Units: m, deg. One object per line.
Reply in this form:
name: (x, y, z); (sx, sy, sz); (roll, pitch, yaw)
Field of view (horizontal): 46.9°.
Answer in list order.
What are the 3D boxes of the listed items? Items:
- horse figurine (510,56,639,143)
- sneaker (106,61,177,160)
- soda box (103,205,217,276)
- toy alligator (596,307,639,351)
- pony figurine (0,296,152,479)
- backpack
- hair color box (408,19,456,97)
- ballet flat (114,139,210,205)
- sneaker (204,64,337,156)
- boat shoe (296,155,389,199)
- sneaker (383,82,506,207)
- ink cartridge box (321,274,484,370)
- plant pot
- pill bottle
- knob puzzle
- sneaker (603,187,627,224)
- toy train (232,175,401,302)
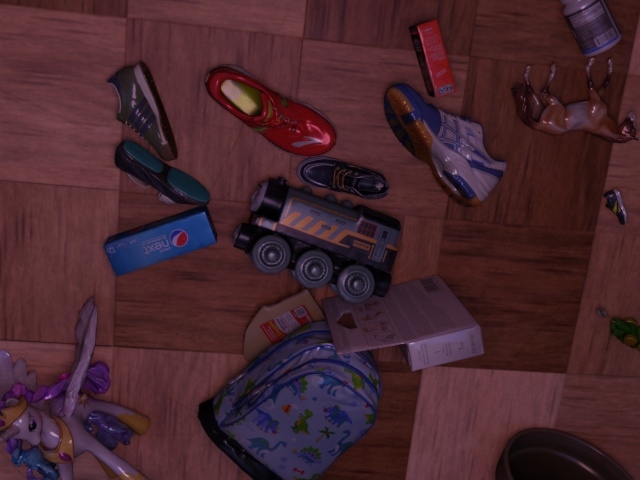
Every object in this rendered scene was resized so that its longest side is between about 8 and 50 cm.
horse figurine: (0.501, -0.273, 1.480); (0.264, 0.066, 0.174); (-6, 99, -6)
sneaker: (-0.343, -0.236, 1.408); (0.086, 0.064, 0.192); (-16, 106, 7)
soda box: (-0.315, -0.001, 1.466); (0.210, 0.067, 0.071); (-18, 106, 0)
toy alligator: (0.670, 0.203, 1.632); (0.190, 0.056, 0.051); (28, 141, -12)
pony figurine: (-0.487, 0.327, 1.426); (0.303, 0.351, 0.363); (-37, 124, 8)
backpack: (-0.035, 0.334, 1.500); (0.355, 0.273, 0.290); (-45, 101, -1)
hair color box: (0.216, -0.351, 1.426); (0.043, 0.072, 0.141); (-20, 105, -1)
ballet flat: (-0.313, -0.119, 1.441); (0.203, 0.074, 0.074); (33, 99, -19)
sneaker: (-0.096, -0.235, 1.400); (0.279, 0.118, 0.107); (26, 101, -12)
boat shoe: (0.046, -0.124, 1.462); (0.184, 0.083, 0.065); (8, 104, -8)
sneaker: (0.248, -0.209, 1.465); (0.131, 0.112, 0.296); (-45, 107, -11)
ink cartridge box: (0.147, 0.164, 1.439); (0.261, 0.296, 0.066); (-12, 106, -2)
plant pot: (0.505, 0.626, 1.617); (0.324, 0.323, 0.280); (12, 119, -9)
pill bottle: (0.519, -0.434, 1.431); (0.078, 0.078, 0.137); (-32, 105, 3)
knob puzzle: (-0.076, 0.200, 1.557); (0.213, 0.030, 0.213); (-4, 122, -7)
sneaker: (0.625, -0.070, 1.567); (0.035, 0.031, 0.083); (-19, 102, 13)
toy train: (0.000, 0.000, 1.472); (0.334, 0.142, 0.190); (20, 90, -9)
